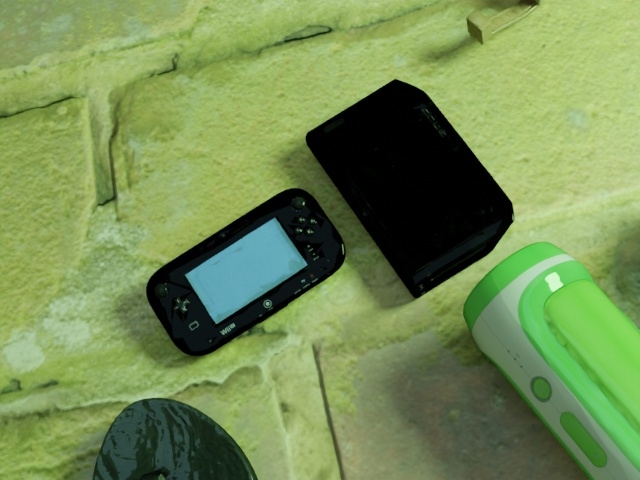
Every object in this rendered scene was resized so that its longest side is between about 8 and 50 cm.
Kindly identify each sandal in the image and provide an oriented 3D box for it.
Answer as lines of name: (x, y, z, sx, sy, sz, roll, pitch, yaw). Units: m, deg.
sandal: (-0.127, 0.343, 1.050, 0.168, 0.107, 0.445, -10, 65, 6)

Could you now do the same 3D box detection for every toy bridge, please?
toy bridge: (0.231, -0.278, 1.281, 0.188, 0.063, 0.026, -44, 66, -8)

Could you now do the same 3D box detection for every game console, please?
game console: (0.000, 0.000, 1.214, 0.361, 0.044, 0.213, -33, 65, -4)

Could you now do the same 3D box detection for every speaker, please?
speaker: (0.258, 0.142, 1.057, 0.131, 0.131, 0.296, -35, 65, -6)
